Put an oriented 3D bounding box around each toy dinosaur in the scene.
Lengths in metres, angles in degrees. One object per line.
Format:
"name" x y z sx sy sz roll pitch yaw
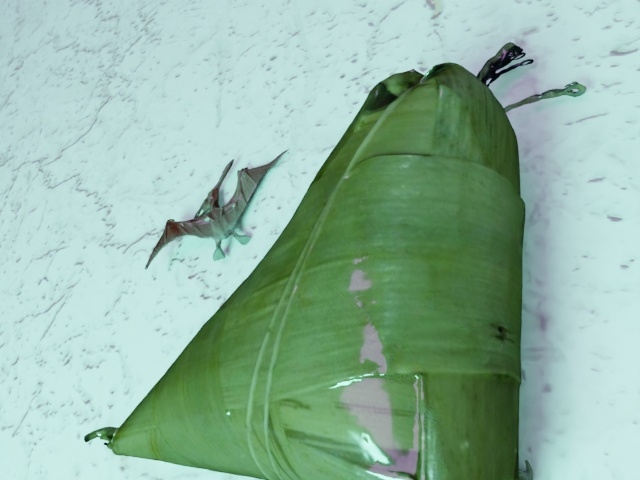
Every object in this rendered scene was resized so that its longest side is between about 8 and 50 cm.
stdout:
"toy dinosaur" -0.120 -0.031 0.759 0.220 0.032 0.108 -36 48 2

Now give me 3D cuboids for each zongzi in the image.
"zongzi" 0.000 0.000 0.573 0.418 0.181 0.447 -6 62 33
